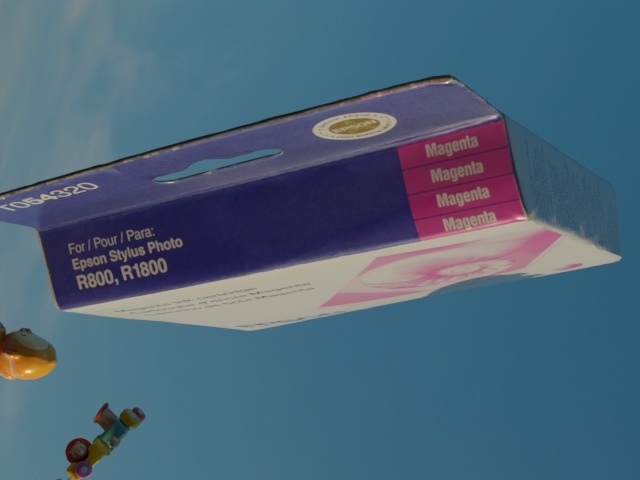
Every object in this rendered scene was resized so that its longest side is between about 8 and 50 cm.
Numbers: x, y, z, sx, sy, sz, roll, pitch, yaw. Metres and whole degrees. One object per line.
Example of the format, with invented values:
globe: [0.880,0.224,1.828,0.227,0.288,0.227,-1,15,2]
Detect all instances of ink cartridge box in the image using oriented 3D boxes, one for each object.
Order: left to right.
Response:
ink cartridge box: [0.000,0.000,0.702,0.324,0.330,0.071,-12,-101,27]

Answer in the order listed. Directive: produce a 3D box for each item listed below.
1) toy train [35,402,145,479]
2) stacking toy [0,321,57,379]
toy train: [-0.277,0.248,1.243,0.125,0.046,0.166,-43,-178,46]
stacking toy: [-0.390,0.081,1.012,0.175,0.302,0.165,30,71,-80]
